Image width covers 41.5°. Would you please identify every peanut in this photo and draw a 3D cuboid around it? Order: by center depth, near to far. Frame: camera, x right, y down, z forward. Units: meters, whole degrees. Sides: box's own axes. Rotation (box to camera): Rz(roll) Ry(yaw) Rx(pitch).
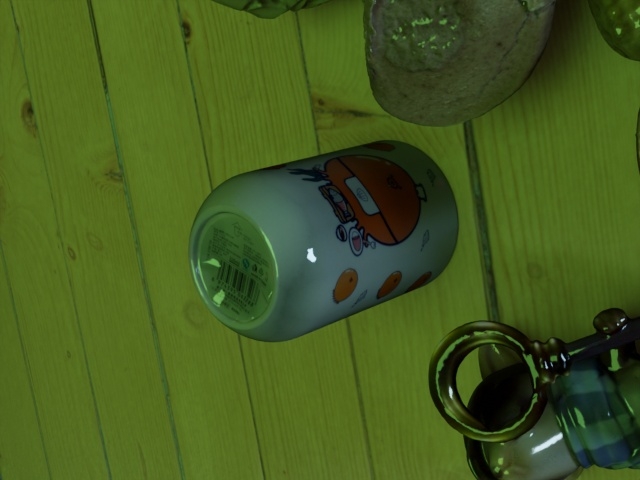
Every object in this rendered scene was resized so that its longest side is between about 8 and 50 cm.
[{"bbox_3d":[0.302,-0.286,0.861,0.095,0.108,0.226,-22,89,38],"label":"peanut"}]

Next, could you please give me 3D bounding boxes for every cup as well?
[{"bbox_3d":[0.000,0.000,1.061,0.212,0.317,0.212,14,111,38],"label":"cup"}]

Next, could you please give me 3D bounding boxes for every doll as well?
[{"bbox_3d":[0.312,0.187,0.913,0.339,0.209,0.318,-19,104,36],"label":"doll"}]

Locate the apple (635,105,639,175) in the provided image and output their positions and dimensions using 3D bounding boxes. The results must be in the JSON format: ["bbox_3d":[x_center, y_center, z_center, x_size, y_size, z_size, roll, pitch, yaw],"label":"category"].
[{"bbox_3d":[0.445,-0.098,0.752,0.292,0.163,0.251,-12,83,29],"label":"apple"}]

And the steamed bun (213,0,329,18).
[{"bbox_3d":[-0.031,-0.415,1.061,0.289,0.203,0.276,-39,66,26],"label":"steamed bun"}]

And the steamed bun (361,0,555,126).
[{"bbox_3d":[0.157,-0.291,0.881,0.199,0.252,0.301,8,138,14],"label":"steamed bun"}]
